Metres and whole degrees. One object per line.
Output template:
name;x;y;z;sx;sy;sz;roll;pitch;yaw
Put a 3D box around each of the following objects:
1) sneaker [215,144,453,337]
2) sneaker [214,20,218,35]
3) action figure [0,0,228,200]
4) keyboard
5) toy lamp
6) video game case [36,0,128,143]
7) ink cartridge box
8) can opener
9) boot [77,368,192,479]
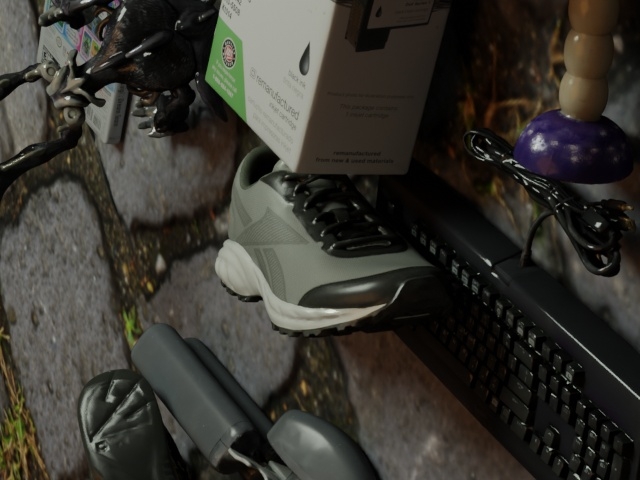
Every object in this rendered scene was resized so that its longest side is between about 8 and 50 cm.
sneaker;-0.001;0.000;1.255;0.271;0.100;0.108;-155;63;-61
sneaker;-0.040;-0.198;1.373;0.152;0.054;0.061;-60;39;37
action figure;-0.175;-0.138;1.491;0.164;0.276;0.141;62;-171;-12
keyboard;0.117;0.032;1.166;0.317;0.033;0.201;44;132;50
toy lamp;0.157;-0.172;1.039;0.080;0.080;0.274;35;125;50
video game case;-0.207;-0.185;1.663;0.157;0.019;0.143;48;134;43
ink cartridge box;0.012;-0.175;1.229;0.160;0.093;0.219;47;131;51
can opener;-0.045;0.140;1.454;0.095;0.076;0.283;-52;45;7
boot;-0.134;0.238;1.506;0.178;0.085;0.236;77;180;-67
